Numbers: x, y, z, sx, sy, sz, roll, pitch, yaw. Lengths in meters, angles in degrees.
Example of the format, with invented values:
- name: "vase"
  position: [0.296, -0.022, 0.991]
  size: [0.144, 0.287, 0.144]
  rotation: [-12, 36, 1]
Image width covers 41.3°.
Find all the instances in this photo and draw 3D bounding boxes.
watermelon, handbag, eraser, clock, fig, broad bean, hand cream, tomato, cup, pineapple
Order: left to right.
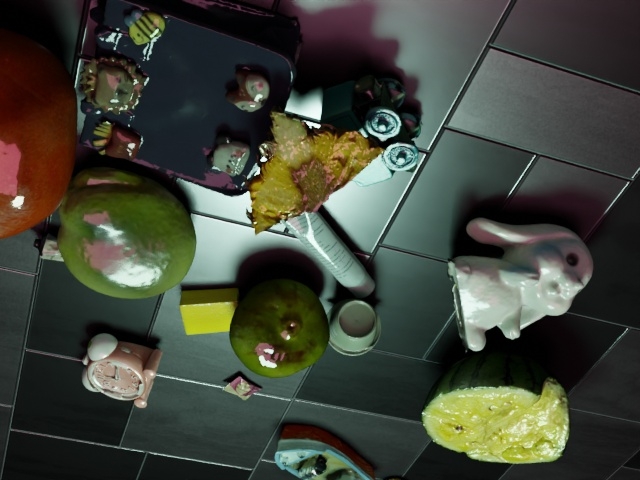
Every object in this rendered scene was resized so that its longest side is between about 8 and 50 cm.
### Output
- name: "tomato"
  position: [-0.537, -0.169, 1.309]
  size: [0.341, 0.273, 0.341]
  rotation: [2, 106, 7]
- name: "hand cream"
  position: [-0.433, 0.031, 1.658]
  size: [0.248, 0.052, 0.075]
  rotation: [12, 155, -21]
- name: "clock"
  position: [-0.439, 0.276, 1.861]
  size: [0.162, 0.092, 0.166]
  rotation: [19, 131, -7]
- name: "broad bean"
  position: [-0.360, -0.011, 1.549]
  size: [0.238, 0.119, 0.291]
  rotation: [-38, 124, 3]
- name: "handbag"
  position: [-0.220, -0.239, 1.353]
  size: [0.329, 0.122, 0.303]
  rotation: [14, 132, -13]
- name: "eraser"
  position: [-0.225, 0.148, 1.769]
  size: [0.122, 0.045, 0.097]
  rotation: [-3, 133, 0]
- name: "fig"
  position: [-0.091, 0.179, 1.724]
  size: [0.203, 0.203, 0.225]
  rotation: [12, 172, -13]
- name: "pineapple"
  position: [-0.037, -0.138, 1.357]
  size: [0.250, 0.140, 0.164]
  rotation: [-40, 100, 18]
- name: "hand cream"
  position: [0.000, 0.000, 1.626]
  size: [0.085, 0.058, 0.331]
  rotation: [-24, 130, 25]
- name: "cup"
  position: [0.071, 0.171, 1.723]
  size: [0.120, 0.120, 0.141]
  rotation: [3, 169, -5]
- name: "watermelon"
  position: [0.396, 0.355, 1.895]
  size: [0.331, 0.189, 0.330]
  rotation: [11, 136, 11]

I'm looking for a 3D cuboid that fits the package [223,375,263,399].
- name: "package"
  position: [-0.180, 0.346, 1.970]
  size: [0.059, 0.029, 0.083]
  rotation: [-37, 136, 19]

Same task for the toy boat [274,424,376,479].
- name: "toy boat"
  position: [0.003, 0.579, 2.126]
  size: [0.145, 0.133, 0.332]
  rotation: [-31, 127, 26]

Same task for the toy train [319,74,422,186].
- name: "toy train"
  position: [0.085, -0.182, 1.429]
  size: [0.154, 0.107, 0.198]
  rotation: [-15, 133, 22]

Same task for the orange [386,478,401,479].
- name: "orange"
  position: [0.194, 0.676, 2.267]
  size: [0.085, 0.085, 0.085]
  rotation: [-1, 134, -1]

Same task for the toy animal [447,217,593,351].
- name: "toy animal"
  position: [0.373, 0.082, 1.645]
  size: [0.289, 0.174, 0.249]
  rotation: [6, 121, -6]
